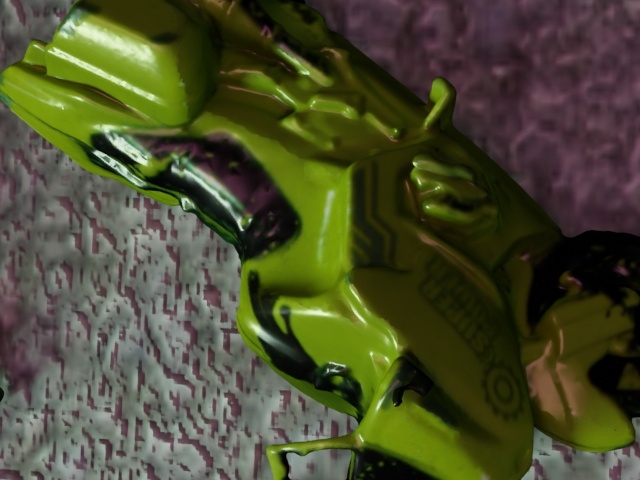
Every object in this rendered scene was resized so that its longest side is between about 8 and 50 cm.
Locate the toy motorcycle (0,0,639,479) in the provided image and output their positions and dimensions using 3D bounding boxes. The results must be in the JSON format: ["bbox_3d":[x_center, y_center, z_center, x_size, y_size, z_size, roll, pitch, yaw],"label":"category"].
[{"bbox_3d":[0.000,0.001,0.749,0.342,0.142,0.206,39,58,15],"label":"toy motorcycle"}]

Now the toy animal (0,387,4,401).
[{"bbox_3d":[-0.233,0.100,0.849,0.135,0.047,0.065,-45,72,9],"label":"toy animal"}]
